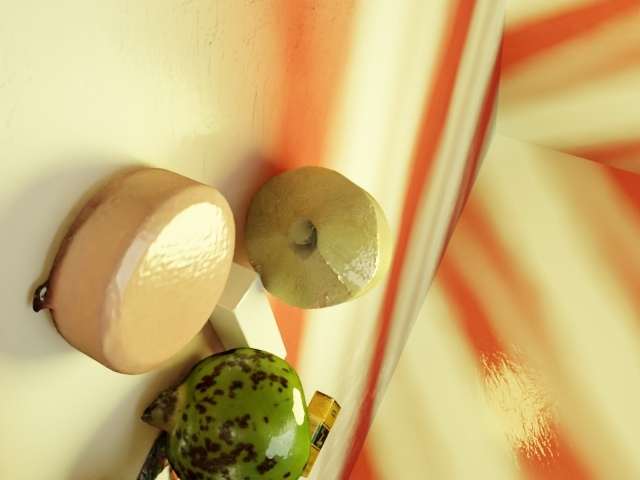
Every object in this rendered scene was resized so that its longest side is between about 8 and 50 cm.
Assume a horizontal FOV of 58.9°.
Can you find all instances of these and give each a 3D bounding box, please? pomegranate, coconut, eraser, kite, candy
[{"bbox_3d":[-0.141,0.287,0.892,0.254,0.270,0.254,-47,-151,36],"label":"pomegranate"},{"bbox_3d":[0.000,0.000,0.953,0.239,0.239,0.244,-69,161,0],"label":"coconut"},{"bbox_3d":[-0.130,0.152,0.994,0.076,0.078,0.298,-57,156,-29],"label":"eraser"},{"bbox_3d":[-0.252,0.360,0.989,0.232,0.009,0.189,-42,146,-51],"label":"kite"},{"bbox_3d":[-0.204,0.039,0.672,0.255,0.094,0.255,-52,155,-37],"label":"candy"}]

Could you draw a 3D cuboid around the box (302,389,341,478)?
[{"bbox_3d":[-0.026,0.583,1.704,0.237,0.070,0.152,-59,158,-19],"label":"box"}]
